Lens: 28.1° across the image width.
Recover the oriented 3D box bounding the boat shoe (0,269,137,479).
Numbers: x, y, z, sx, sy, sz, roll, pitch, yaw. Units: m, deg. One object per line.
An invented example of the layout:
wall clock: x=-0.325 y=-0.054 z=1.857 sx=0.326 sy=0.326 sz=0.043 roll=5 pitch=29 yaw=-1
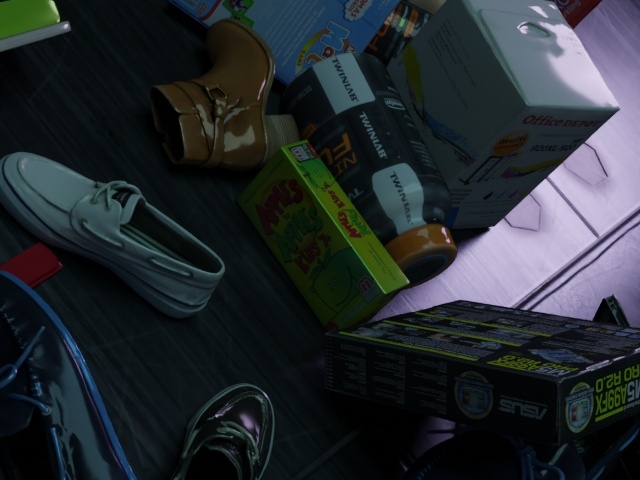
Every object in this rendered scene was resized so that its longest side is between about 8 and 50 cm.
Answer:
boat shoe: x=-0.217 y=0.136 z=0.963 sx=0.089 sy=0.109 sz=0.258 roll=-19 pitch=67 yaw=-44

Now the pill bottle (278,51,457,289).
pill bottle: x=0.057 y=-0.070 z=1.361 sx=0.130 sy=0.130 sz=0.246 roll=-1 pitch=56 yaw=-41

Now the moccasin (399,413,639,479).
moccasin: x=0.194 y=0.204 z=1.235 sx=0.138 sy=0.117 sz=0.342 roll=51 pitch=37 yaw=16

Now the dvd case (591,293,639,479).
dvd case: x=0.338 y=0.187 z=1.358 sx=0.018 sy=0.164 sz=0.221 roll=-16 pitch=63 yaw=-11

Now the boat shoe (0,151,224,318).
boat shoe: x=-0.184 y=-0.021 z=1.153 sx=0.226 sy=0.076 sz=0.083 roll=33 pitch=40 yaw=-13

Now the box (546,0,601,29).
box: x=0.309 y=-0.360 z=1.706 sx=0.154 sy=0.300 sz=0.142 roll=43 pitch=40 yaw=1

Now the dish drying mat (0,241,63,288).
dish drying mat: x=-0.258 y=0.029 z=1.099 sx=0.032 sy=0.008 sz=0.083 roll=46 pitch=39 yaw=4

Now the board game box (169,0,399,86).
board game box: x=-0.039 y=-0.274 z=1.448 sx=0.211 sy=0.160 sz=0.039 roll=35 pitch=7 yaw=-10

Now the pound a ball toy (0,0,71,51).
pound a ball toy: x=-0.364 y=-0.256 z=1.139 sx=0.319 sy=0.135 sz=0.208 roll=-33 pitch=116 yaw=-51

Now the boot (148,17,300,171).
boot: x=-0.117 y=-0.159 z=1.343 sx=0.152 sy=0.073 sz=0.197 roll=-6 pitch=57 yaw=-39

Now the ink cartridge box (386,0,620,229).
ink cartridge box: x=0.179 y=-0.144 z=1.452 sx=0.171 sy=0.233 sz=0.168 roll=-3 pitch=57 yaw=-42

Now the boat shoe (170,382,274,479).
boat shoe: x=-0.081 y=0.190 z=1.055 sx=0.078 sy=0.070 sz=0.219 roll=38 pitch=39 yaw=-7

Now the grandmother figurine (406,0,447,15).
grandmother figurine: x=0.115 y=-0.321 z=1.622 sx=0.342 sy=0.104 sz=0.208 roll=46 pitch=73 yaw=-13

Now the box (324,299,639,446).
box: x=0.172 y=0.116 z=1.206 sx=0.216 sy=0.270 sz=0.060 roll=-11 pitch=103 yaw=-46

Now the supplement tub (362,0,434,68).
supplement tub: x=0.041 y=-0.259 z=1.532 sx=0.198 sy=0.106 sz=0.106 roll=24 pitch=42 yaw=-10

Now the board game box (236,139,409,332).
board game box: x=0.000 y=0.000 z=1.280 sx=0.043 sy=0.092 sz=0.181 roll=-20 pitch=70 yaw=-47
